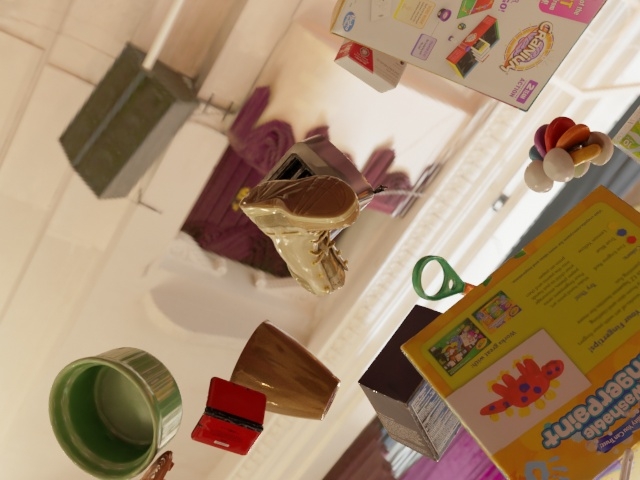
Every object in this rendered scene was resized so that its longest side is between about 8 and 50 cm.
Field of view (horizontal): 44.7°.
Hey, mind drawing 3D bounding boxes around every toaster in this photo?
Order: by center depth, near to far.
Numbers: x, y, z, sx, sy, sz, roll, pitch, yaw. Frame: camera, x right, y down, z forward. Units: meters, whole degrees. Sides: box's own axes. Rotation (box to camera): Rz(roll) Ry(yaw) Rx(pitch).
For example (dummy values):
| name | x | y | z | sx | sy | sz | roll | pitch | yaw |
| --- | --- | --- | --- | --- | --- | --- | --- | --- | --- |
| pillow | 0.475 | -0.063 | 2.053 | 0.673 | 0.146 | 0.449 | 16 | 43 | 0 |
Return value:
| name | x | y | z | sx | sy | sz | roll | pitch | yaw |
| --- | --- | --- | --- | --- | --- | --- | --- | --- | --- |
| toaster | -0.006 | -0.091 | 1.452 | 0.168 | 0.186 | 0.110 | 48 | -155 | 5 |

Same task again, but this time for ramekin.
| name | x | y | z | sx | sy | sz | roll | pitch | yaw |
| --- | --- | --- | --- | --- | --- | --- | --- | --- | --- |
| ramekin | -0.477 | 0.400 | 1.853 | 0.303 | 0.303 | 0.148 | 39 | -158 | 10 |

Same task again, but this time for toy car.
| name | x | y | z | sx | sy | sz | roll | pitch | yaw |
| --- | --- | --- | --- | --- | --- | --- | --- | --- | --- |
| toy car | 0.514 | -0.193 | 1.668 | 0.159 | 0.182 | 0.136 | -25 | -96 | -21 |

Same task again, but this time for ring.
| name | x | y | z | sx | sy | sz | roll | pitch | yaw |
| --- | --- | --- | --- | --- | --- | --- | --- | --- | --- |
| ring | -0.418 | 0.610 | 1.701 | 0.032 | 0.336 | 0.336 | 36 | -156 | -7 |

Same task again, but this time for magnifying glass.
| name | x | y | z | sx | sy | sz | roll | pitch | yaw |
| --- | --- | --- | --- | --- | --- | --- | --- | --- | --- |
| magnifying glass | 0.273 | 0.091 | 1.593 | 0.231 | 0.092 | 0.026 | 19 | 171 | -38 |

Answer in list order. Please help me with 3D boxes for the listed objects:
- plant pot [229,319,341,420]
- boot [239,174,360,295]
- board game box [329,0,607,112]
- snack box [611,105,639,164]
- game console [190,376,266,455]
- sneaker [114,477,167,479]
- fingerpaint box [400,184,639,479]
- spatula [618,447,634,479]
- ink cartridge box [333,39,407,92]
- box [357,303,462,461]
| name | x | y | z | sx | sy | sz | roll | pitch | yaw |
| --- | --- | --- | --- | --- | --- | --- | --- | --- | --- |
| plant pot | -0.084 | 0.371 | 2.080 | 0.254 | 0.237 | 0.237 | 24 | -157 | 12 |
| boot | 0.000 | 0.000 | 1.281 | 0.095 | 0.262 | 0.203 | -49 | -59 | -29 |
| board game box | 0.203 | -0.333 | 1.049 | 0.317 | 0.242 | 0.064 | 20 | -138 | -12 |
| snack box | 0.489 | -0.133 | 1.073 | 0.141 | 0.100 | 0.037 | 35 | -169 | -8 |
| game console | -0.203 | 0.392 | 1.735 | 0.144 | 0.124 | 0.085 | 24 | -162 | -22 |
| sneaker | -0.439 | 0.580 | 1.720 | 0.215 | 0.084 | 0.083 | -2 | -124 | -19 |
| fingerpaint box | 0.422 | 0.186 | 1.252 | 0.371 | 0.445 | 0.163 | 49 | 178 | 42 |
| spatula | 0.388 | 0.385 | 0.969 | 0.168 | 0.242 | 0.019 | 20 | 170 | -37 |
| ink cartridge box | 0.109 | -0.356 | 1.377 | 0.109 | 0.150 | 0.063 | 29 | 170 | -21 |
| box | 0.293 | 0.389 | 2.159 | 0.183 | 0.296 | 0.294 | 18 | 147 | 41 |
